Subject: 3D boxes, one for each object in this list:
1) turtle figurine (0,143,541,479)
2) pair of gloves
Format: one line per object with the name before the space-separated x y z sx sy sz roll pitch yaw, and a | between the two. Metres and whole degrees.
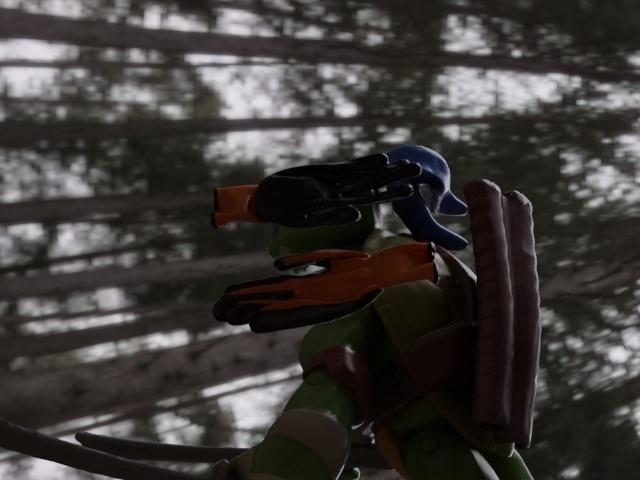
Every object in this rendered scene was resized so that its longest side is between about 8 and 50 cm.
turtle figurine | 0.013 0.121 0.864 0.274 0.198 0.266 -34 -104 -21
pair of gloves | 0.000 0.000 0.645 0.074 0.083 0.010 -12 -53 4
